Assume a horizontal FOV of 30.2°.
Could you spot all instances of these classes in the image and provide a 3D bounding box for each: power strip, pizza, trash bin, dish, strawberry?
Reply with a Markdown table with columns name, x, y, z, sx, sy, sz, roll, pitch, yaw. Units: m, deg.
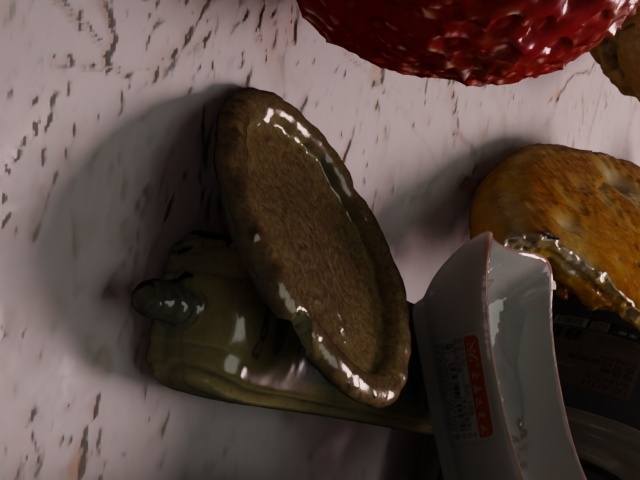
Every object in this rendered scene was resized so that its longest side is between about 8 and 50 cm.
| name | x | y | z | sx | sy | sz | roll | pitch | yaw |
| --- | --- | --- | --- | --- | --- | --- | --- | --- | --- |
| power strip | 0.004 | 0.066 | 0.750 | 0.387 | 0.066 | 0.092 | 23 | 75 | -59 |
| pizza | 0.224 | -0.008 | 1.016 | 0.074 | 0.182 | 0.365 | -50 | 172 | 28 |
| trash bin | 0.204 | 0.173 | 0.987 | 0.290 | 0.209 | 0.182 | -48 | 142 | -52 |
| dish | 0.122 | 0.110 | 0.799 | 0.151 | 0.077 | 0.212 | 16 | 60 | -62 |
| strawberry | 0.084 | -0.188 | 0.651 | 0.277 | 0.257 | 0.257 | 60 | 46 | -61 |

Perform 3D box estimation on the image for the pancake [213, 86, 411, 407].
| name | x | y | z | sx | sy | sz | roll | pitch | yaw |
| --- | --- | --- | --- | --- | --- | --- | --- | --- | --- |
| pancake | -0.001 | 0.001 | 0.671 | 0.199 | 0.021 | 0.199 | 49 | 25 | -32 |

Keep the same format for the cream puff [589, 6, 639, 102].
| name | x | y | z | sx | sy | sz | roll | pitch | yaw |
| --- | --- | --- | --- | --- | --- | --- | --- | --- | --- |
| cream puff | 0.358 | -0.262 | 1.117 | 0.327 | 0.231 | 0.343 | 37 | 75 | -54 |
